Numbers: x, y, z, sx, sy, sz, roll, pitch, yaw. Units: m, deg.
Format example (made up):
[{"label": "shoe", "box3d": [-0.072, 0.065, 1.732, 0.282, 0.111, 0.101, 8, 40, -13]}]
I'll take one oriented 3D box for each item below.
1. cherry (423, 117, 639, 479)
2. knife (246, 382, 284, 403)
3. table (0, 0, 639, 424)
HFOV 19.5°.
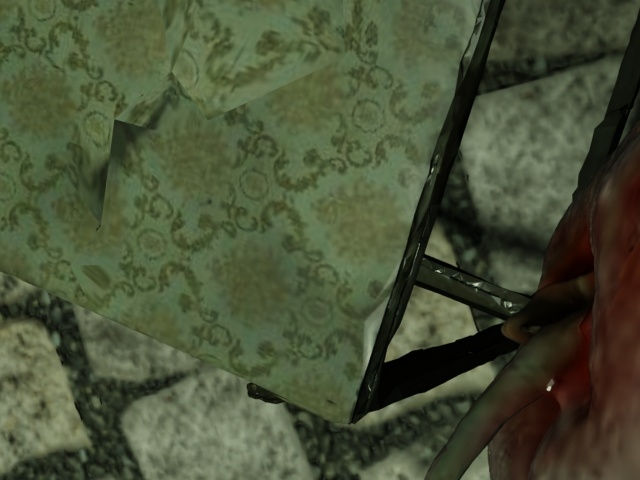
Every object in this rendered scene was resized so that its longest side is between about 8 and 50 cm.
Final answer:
[{"label": "cherry", "box3d": [0.230, 0.070, 0.796, 0.335, 0.291, 0.326, 32, 145, -25]}, {"label": "knife", "box3d": [0.005, 0.003, 1.056, 0.045, 0.021, 0.222, 28, 114, 23]}, {"label": "table", "box3d": [-0.040, -0.094, 0.900, 0.335, 0.272, 0.222, 23, 105, 23]}]
